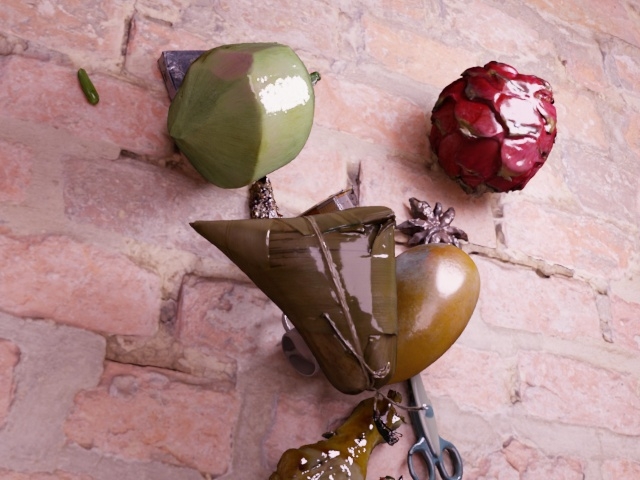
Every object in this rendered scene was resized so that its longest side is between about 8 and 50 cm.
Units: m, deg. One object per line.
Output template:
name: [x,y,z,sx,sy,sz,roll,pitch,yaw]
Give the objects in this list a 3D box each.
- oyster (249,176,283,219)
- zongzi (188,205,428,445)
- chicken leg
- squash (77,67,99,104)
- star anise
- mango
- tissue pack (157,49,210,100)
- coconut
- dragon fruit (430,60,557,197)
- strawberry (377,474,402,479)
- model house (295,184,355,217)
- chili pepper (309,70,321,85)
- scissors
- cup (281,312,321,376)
oyster: [-0.123,-0.082,1.878,0.086,0.029,0.132,-22,77,-35]
zongzi: [-0.031,0.157,1.611,0.417,0.181,0.448,-1,77,-6]
chicken leg: [0.033,0.427,1.621,0.201,0.152,0.429,56,44,-6]
squash: [-0.486,-0.322,1.820,0.027,0.027,0.089,-20,72,-35]
star anise: [0.271,-0.027,2.041,0.182,0.065,0.195,-30,76,-38]
mango: [0.198,0.144,1.811,0.221,0.199,0.384,14,47,33]
tissue pack: [-0.274,-0.367,1.944,0.156,0.051,0.112,-10,70,-33]
coconut: [-0.170,-0.258,1.785,0.328,0.328,0.281,-28,97,-37]
dragon fruit: [0.414,-0.271,2.102,0.329,0.329,0.329,13,58,-22]
strawberry: [0.141,0.517,1.626,0.131,0.131,0.148,21,57,-17]
model house: [0.000,0.000,1.809,0.136,0.219,0.207,57,14,0]
chili pepper: [-0.054,-0.384,2.087,0.117,0.035,0.056,2,50,-17]
scissors: [0.213,0.366,1.801,0.138,0.041,0.289,2,65,-32]
cup: [-0.007,0.182,1.741,0.133,0.099,0.136,-29,100,-36]
